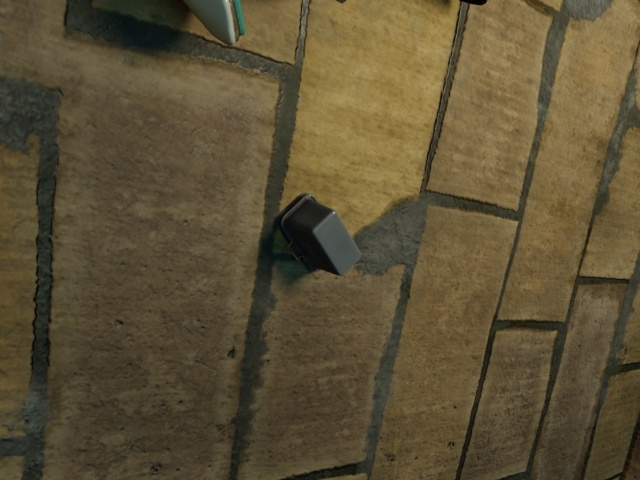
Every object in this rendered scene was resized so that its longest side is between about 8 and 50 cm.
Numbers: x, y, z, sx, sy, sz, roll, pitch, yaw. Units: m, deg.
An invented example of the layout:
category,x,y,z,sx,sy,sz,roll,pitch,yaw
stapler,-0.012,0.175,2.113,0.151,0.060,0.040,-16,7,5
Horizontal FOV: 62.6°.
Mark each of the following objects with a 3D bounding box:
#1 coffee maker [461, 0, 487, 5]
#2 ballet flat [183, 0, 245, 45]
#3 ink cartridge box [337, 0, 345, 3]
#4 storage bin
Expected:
category,x,y,z,sx,sy,sz,roll,pitch,yaw
coffee maker,0.289,-0.520,0.886,0.120,0.171,0.178,21,88,-20
ballet flat,-0.189,-0.433,0.620,0.139,0.139,0.401,-19,109,-29
ink cartridge box,0.005,-0.465,0.608,0.185,0.065,0.312,20,86,-24
storage bin,0.000,0.000,0.878,0.098,0.091,0.135,-43,122,-17
